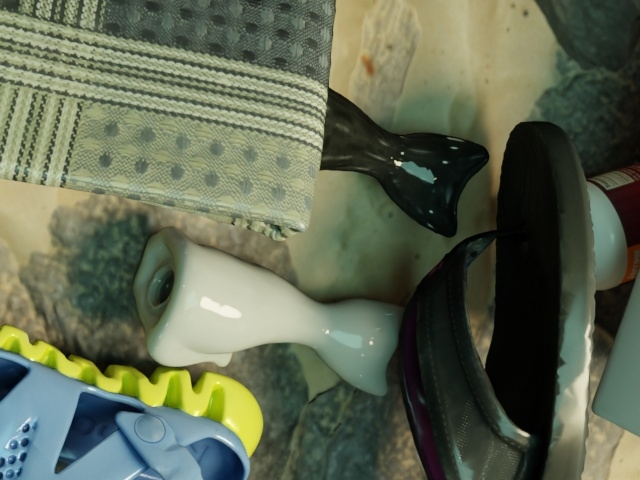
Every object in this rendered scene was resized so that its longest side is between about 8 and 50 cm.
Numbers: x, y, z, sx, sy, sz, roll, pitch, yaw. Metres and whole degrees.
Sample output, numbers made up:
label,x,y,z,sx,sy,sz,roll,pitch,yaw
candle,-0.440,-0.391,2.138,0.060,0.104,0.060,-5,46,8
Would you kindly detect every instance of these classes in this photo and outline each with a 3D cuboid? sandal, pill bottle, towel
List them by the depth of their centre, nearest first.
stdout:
label,x,y,z,sx,sy,sz,roll,pitch,yaw
towel,-0.147,-0.163,0.600,0.324,0.056,0.312,11,66,-14
sandal,-0.179,0.140,0.721,0.317,0.138,0.126,10,130,-20
sandal,0.105,0.137,0.777,0.107,0.167,0.446,6,92,-9
pill bottle,0.234,-0.012,0.874,0.152,0.086,0.086,-18,110,-15

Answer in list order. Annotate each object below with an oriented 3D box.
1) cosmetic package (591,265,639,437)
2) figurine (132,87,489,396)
label,x,y,z,sx,sy,sz,roll,pitch,yaw
cosmetic package,0.470,0.039,0.788,0.393,0.327,0.329,9,102,-43
figurine,0.000,0.000,0.794,0.209,0.092,0.215,17,99,-28
